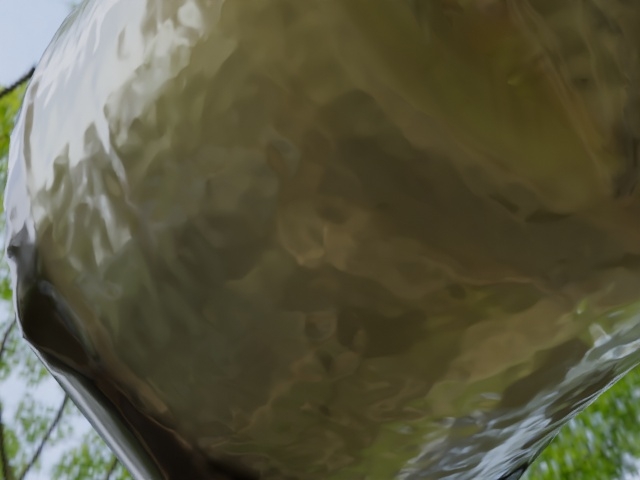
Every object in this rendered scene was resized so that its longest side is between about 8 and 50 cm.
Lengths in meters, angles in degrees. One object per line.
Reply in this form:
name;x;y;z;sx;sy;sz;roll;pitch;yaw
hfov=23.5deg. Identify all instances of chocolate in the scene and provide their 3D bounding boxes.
chocolate;0.053;-0.045;0.673;0.326;0.314;0.297;56;-39;-4
